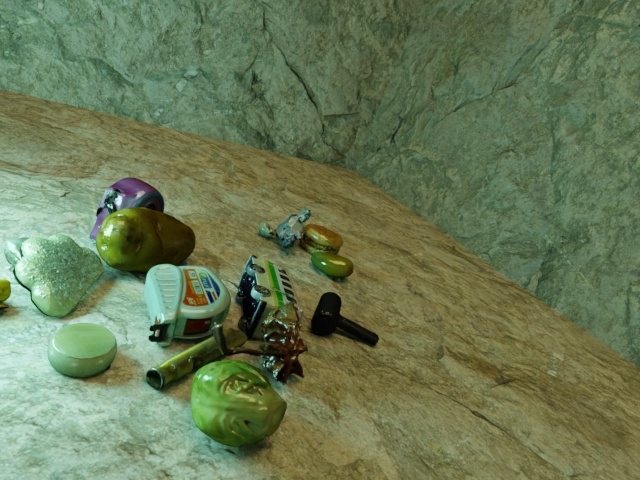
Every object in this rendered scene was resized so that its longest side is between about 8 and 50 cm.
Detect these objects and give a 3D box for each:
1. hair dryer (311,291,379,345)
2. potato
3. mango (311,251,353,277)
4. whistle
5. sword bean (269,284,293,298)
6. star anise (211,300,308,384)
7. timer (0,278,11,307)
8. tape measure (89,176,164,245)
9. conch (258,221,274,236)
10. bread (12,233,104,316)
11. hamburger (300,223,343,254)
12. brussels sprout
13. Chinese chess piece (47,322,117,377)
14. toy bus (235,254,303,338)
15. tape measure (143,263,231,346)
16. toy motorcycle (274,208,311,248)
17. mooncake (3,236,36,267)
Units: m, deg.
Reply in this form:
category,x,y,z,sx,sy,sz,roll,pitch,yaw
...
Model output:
category,x,y,z,sx,sy,sz,roll,pitch,yaw
hair dryer,0.092,0.295,1.606,0.251,0.089,0.197,31,18,-2
potato,-0.559,0.000,1.499,0.369,0.176,0.196,6,48,-59
mango,0.049,0.102,2.002,0.194,0.092,0.130,24,21,17
whistle,-0.311,0.295,1.198,0.068,0.057,0.326,30,21,20
sword bean,-0.120,0.157,1.405,0.083,0.012,0.012,27,19,-9
star anise,-0.143,0.271,1.249,0.346,0.148,0.238,20,59,-43
timer,-0.799,0.110,1.092,0.107,0.109,0.107,-9,-9,-1
tape measure,-0.668,-0.099,1.587,0.149,0.232,0.245,27,17,14
conch,-0.251,-0.044,2.118,0.076,0.056,0.085,35,27,-42
bread,-0.706,0.072,1.236,0.207,0.056,0.286,47,16,-24
hamburger,0.001,0.001,2.200,0.213,0.108,0.214,22,16,-7
brussels sprout,-0.189,0.359,1.035,0.223,0.161,0.223,33,0,0
Chinese chess piece,-0.551,0.252,1.065,0.144,0.059,0.144,18,20,-7
toy bus,-0.169,0.186,1.497,0.179,0.143,0.305,16,20,-22
tape measure,-0.387,0.182,1.315,0.246,0.125,0.243,4,33,-34
toy motorcycle,-0.117,-0.069,2.096,0.108,0.204,0.239,45,3,-40
mooncake,-0.800,0.051,1.290,0.125,0.073,0.130,34,18,19
